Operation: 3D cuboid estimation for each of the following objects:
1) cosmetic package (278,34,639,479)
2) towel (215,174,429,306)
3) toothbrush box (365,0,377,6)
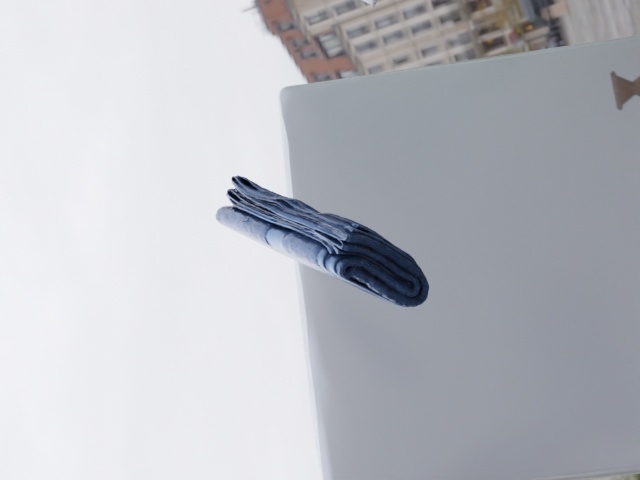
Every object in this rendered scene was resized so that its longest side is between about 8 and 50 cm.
[{"bbox_3d":[0.157,0.053,0.867,0.393,0.327,0.329,72,-169,-76],"label":"cosmetic package"},{"bbox_3d":[0.000,0.000,0.482,0.067,0.119,0.029,29,-95,-38],"label":"towel"},{"bbox_3d":[0.057,-0.314,0.525,0.283,0.122,0.206,-60,-7,-18],"label":"toothbrush box"}]
